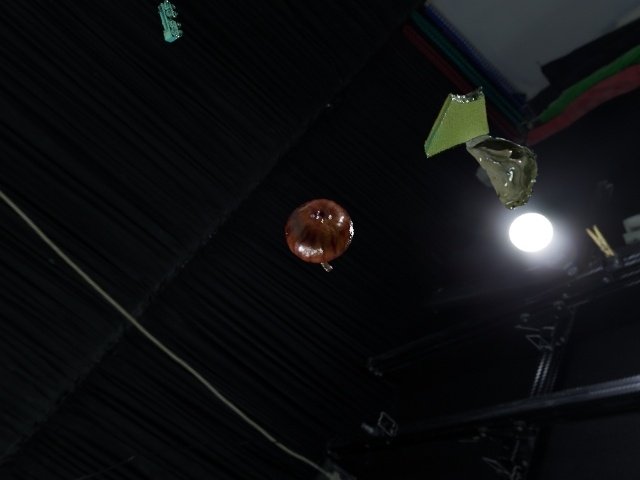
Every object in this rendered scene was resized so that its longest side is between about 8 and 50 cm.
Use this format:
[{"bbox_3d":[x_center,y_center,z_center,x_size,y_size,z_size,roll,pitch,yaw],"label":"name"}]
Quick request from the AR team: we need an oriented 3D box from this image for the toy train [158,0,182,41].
[{"bbox_3d":[-0.370,-0.537,1.000,0.045,0.092,0.029,-14,-175,23],"label":"toy train"}]

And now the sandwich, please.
[{"bbox_3d":[0.491,-0.448,1.524,0.245,0.212,0.063,-21,-135,11],"label":"sandwich"}]

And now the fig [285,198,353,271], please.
[{"bbox_3d":[0.005,-0.014,0.778,0.128,0.128,0.150,-49,151,8],"label":"fig"}]

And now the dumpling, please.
[{"bbox_3d":[0.619,-0.221,1.327,0.166,0.332,0.085,-24,-145,39],"label":"dumpling"}]
